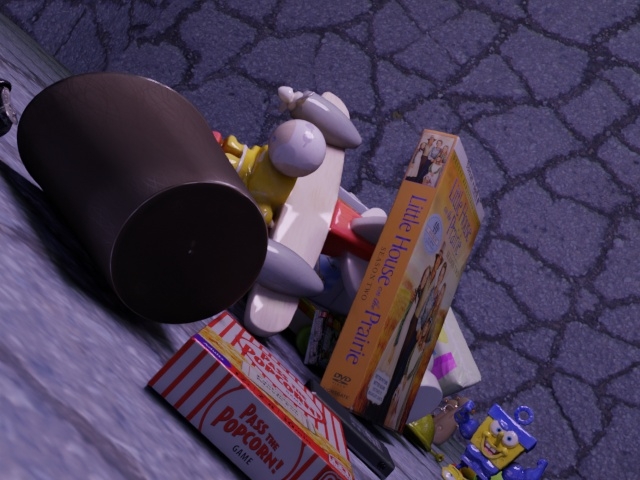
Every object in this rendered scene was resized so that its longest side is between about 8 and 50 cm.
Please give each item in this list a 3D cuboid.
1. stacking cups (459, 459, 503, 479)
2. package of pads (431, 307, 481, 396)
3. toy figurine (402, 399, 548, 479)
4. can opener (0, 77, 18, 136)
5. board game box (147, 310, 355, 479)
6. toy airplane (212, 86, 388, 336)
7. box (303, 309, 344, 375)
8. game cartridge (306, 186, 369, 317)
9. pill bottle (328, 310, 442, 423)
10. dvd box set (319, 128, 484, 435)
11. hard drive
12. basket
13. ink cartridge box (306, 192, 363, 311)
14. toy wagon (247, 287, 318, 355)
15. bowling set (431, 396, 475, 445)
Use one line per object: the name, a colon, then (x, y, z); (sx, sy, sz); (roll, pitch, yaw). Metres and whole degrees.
stacking cups: (0.434, 0.589, 1.615); (0.096, 0.096, 0.316); (44, -2, -25)
package of pads: (0.200, 0.223, 1.605); (0.101, 0.229, 0.296); (-1, 64, -43)
toy figurine: (0.335, 0.407, 1.457); (0.362, 0.217, 0.191); (43, -2, 29)
can opener: (-0.307, -0.114, 0.589); (0.186, 0.073, 0.059); (-125, -152, -83)
board game box: (-0.046, 0.126, 0.546); (0.147, 0.045, 0.193); (43, -2, -1)
toy airplane: (-0.034, -0.070, 1.123); (0.386, 0.385, 0.272); (56, -31, 24)
box: (0.017, 0.183, 1.222); (0.027, 0.093, 0.137); (4, -20, 24)
game cartridge: (0.000, 0.000, 1.281); (0.297, 0.198, 0.062); (38, -13, 4)
pill bottle: (0.121, 0.199, 1.359); (0.162, 0.162, 0.278); (45, 17, -46)
dvd box set: (0.144, 0.081, 1.113); (0.062, 0.420, 0.307); (17, -14, 25)
hard drive: (0.031, 0.229, 0.880); (0.135, 0.022, 0.094); (43, -2, 0)
basket: (-0.146, -0.039, 0.632); (0.205, 0.154, 0.227); (15, 20, -36)
ink cartridge box: (0.011, 0.050, 1.627); (0.198, 0.197, 0.270); (44, -32, -20)
toy wagon: (-0.107, 0.086, 1.339); (0.344, 0.068, 0.267); (44, -2, -17)
bowling set: (0.316, 0.454, 2.023); (0.287, 0.154, 0.200); (43, -2, 36)
